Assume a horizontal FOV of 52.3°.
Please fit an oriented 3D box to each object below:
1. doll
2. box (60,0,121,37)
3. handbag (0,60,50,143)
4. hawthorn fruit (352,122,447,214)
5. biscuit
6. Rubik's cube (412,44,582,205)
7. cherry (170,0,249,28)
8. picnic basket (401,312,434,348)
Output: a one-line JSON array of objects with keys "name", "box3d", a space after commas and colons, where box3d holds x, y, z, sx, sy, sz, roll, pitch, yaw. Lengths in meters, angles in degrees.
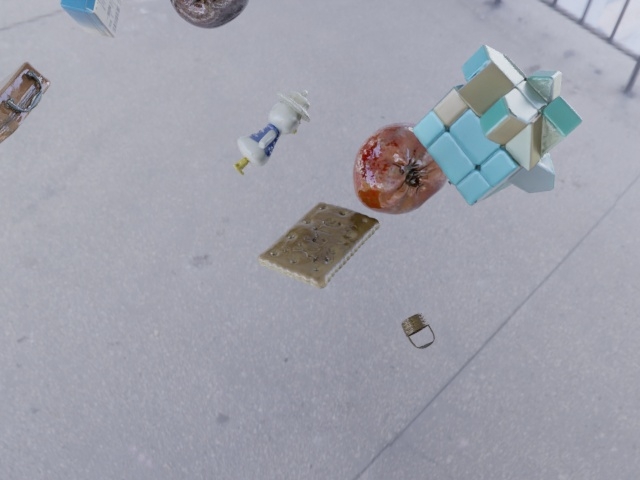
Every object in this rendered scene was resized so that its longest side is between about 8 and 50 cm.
[{"name": "doll", "box3d": [-0.132, -0.300, 1.798, 0.119, 0.138, 0.293, 40, 89, -8]}, {"name": "box", "box3d": [-0.485, -0.534, 1.403, 0.073, 0.194, 0.139, 10, 91, -6]}, {"name": "handbag", "box3d": [-0.646, -0.280, 1.348, 0.151, 0.072, 0.193, -23, 36, 31]}, {"name": "hawthorn fruit", "box3d": [0.226, -0.203, 1.851, 0.284, 0.284, 0.284, 2, 51, -2]}, {"name": "biscuit", "box3d": [0.000, 0.000, 1.758, 0.217, 0.044, 0.325, 21, 42, 26]}, {"name": "Rubik's cube", "box3d": [0.319, -0.193, 1.133, 0.224, 0.213, 0.265, -26, 77, -48]}, {"name": "cherry", "box3d": [-0.206, -0.489, 1.254, 0.176, 0.140, 0.176, -33, 24, 17]}, {"name": "picnic basket", "box3d": [0.244, 0.228, 1.617, 0.072, 0.072, 0.083, -23, 71, -21]}]
